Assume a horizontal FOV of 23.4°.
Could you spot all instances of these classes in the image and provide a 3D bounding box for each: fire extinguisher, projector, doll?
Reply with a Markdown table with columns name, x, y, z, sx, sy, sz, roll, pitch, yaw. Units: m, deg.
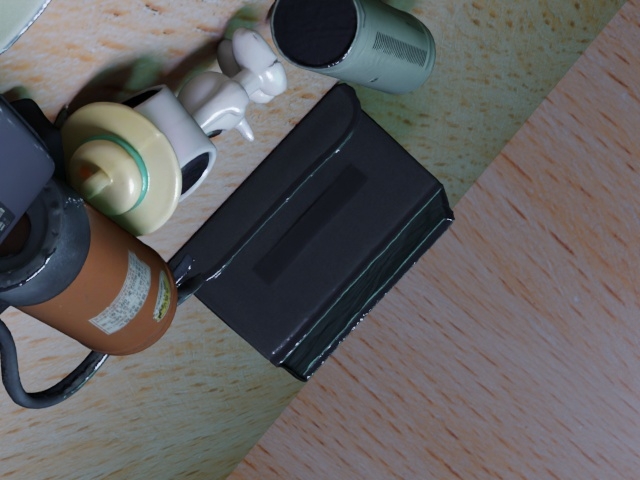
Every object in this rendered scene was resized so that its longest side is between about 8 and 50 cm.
| name | x | y | z | sx | sy | sz | roll | pitch | yaw |
| --- | --- | --- | --- | --- | --- | --- | --- | --- | --- |
| fire extinguisher | -0.237 | 0.049 | 1.401 | 0.200 | 0.113 | 0.376 | -30 | 160 | 6 |
| projector | 0.047 | -0.236 | 1.818 | 0.108 | 0.108 | 0.337 | -51 | 166 | 13 |
| doll | -0.146 | -0.120 | 1.540 | 0.271 | 0.144 | 0.208 | -41 | -174 | -15 |

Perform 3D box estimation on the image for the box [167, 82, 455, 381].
| name | x | y | z | sx | sy | sz | roll | pitch | yaw |
| --- | --- | --- | --- | --- | --- | --- | --- | --- | --- |
| box | -0.001 | -0.001 | 2.120 | 0.345 | 0.204 | 0.251 | -47 | 167 | -3 |

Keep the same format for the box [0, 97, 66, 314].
| name | x | y | z | sx | sy | sz | roll | pitch | yaw |
| --- | --- | --- | --- | --- | --- | --- | --- | --- | --- |
| box | -0.350 | 0.029 | 1.409 | 0.290 | 0.073 | 0.289 | -41 | 165 | -24 |

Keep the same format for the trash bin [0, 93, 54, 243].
| name | x | y | z | sx | sy | sz | roll | pitch | yaw |
| --- | --- | --- | --- | --- | --- | --- | --- | --- | --- |
| trash bin | -0.344 | -0.003 | 1.131 | 0.290 | 0.182 | 0.209 | -52 | 167 | -8 |

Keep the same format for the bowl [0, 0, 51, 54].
| name | x | y | z | sx | sy | sz | roll | pitch | yaw |
| --- | --- | --- | --- | --- | --- | --- | --- | --- | --- |
| bowl | -0.262 | -0.197 | 0.934 | 0.238 | 0.126 | 0.238 | -45 | 167 | -14 |
